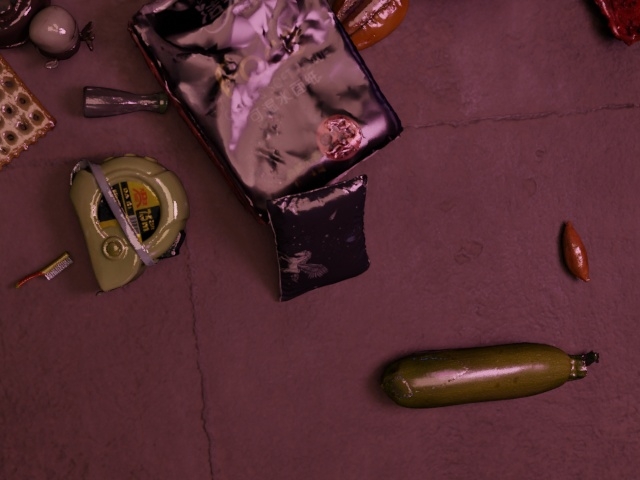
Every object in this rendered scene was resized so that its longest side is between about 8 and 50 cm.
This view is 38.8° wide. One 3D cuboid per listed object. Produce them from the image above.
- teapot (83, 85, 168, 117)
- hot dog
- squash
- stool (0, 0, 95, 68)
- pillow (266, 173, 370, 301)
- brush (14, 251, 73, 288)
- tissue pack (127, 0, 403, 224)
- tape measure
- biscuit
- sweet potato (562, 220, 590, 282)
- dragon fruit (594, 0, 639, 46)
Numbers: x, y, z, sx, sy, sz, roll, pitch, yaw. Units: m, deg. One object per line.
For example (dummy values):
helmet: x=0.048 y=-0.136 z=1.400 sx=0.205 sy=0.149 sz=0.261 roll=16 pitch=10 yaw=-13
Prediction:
teapot: x=-0.259 y=-0.183 z=1.212 sx=0.111 sy=0.043 sz=0.042 roll=-1 pitch=92 yaw=-13
hot dog: x=0.075 y=-0.325 z=1.255 sx=0.140 sy=0.060 sz=0.090 roll=-35 pitch=99 yaw=-5
squash: x=0.249 y=0.189 z=1.298 sx=0.332 sy=0.087 sz=0.087 roll=-3 pitch=93 yaw=-12
stool: x=-0.390 y=-0.297 z=1.146 sx=0.217 sy=0.121 sz=0.125 roll=34 pitch=85 yaw=-5
pillow: x=0.000 y=0.000 z=1.205 sx=0.141 sy=0.208 sz=0.055 roll=-19 pitch=53 yaw=-9
brush: x=-0.369 y=0.045 z=1.211 sx=0.083 sy=0.019 sz=0.021 roll=-33 pitch=107 yaw=-9
tissue pack: x=-0.072 y=-0.212 z=1.203 sx=0.245 sy=0.123 sz=0.332 roll=-34 pitch=97 yaw=-9
tape measure: x=-0.249 y=-0.036 z=1.194 sx=0.154 sy=0.087 sz=0.177 roll=-19 pitch=94 yaw=3
biscuit: x=-0.466 y=-0.145 z=1.187 sx=0.203 sy=0.016 sz=0.144 roll=-38 pitch=98 yaw=-8
sweet potato: x=0.375 y=0.018 z=1.340 sx=0.034 sy=0.034 sz=0.095 roll=-14 pitch=84 yaw=-10
dragon fruit: x=0.463 y=-0.373 z=1.324 sx=0.127 sy=0.120 sz=0.161 roll=-7 pitch=126 yaw=-49
